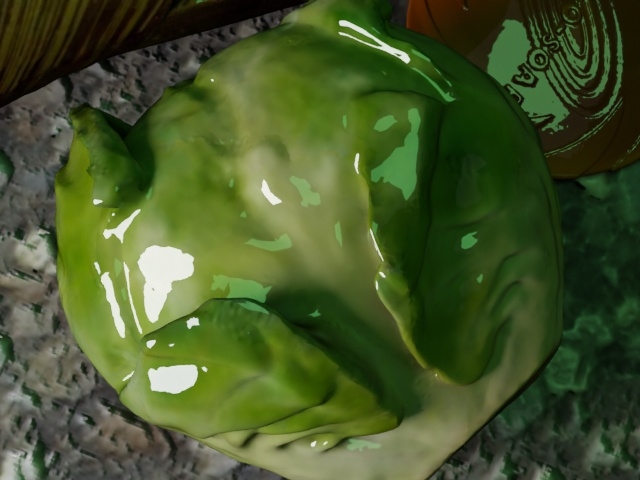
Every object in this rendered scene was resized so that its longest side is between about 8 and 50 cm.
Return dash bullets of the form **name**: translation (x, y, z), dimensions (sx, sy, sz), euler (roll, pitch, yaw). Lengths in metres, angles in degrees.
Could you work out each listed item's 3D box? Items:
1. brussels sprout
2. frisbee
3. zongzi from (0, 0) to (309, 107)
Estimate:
- **brussels sprout**: translation (-0.001, 0.001, 0.939), dimensions (0.294, 0.227, 0.259), euler (44, 92, -3)
- **frisbee**: translation (0.150, -0.133, 1.079), dimensions (0.192, 0.035, 0.192), euler (1, 76, -3)
- **zongzi**: translation (-0.116, -0.135, 1.013), dimensions (0.403, 0.208, 0.432), euler (15, 99, -16)
